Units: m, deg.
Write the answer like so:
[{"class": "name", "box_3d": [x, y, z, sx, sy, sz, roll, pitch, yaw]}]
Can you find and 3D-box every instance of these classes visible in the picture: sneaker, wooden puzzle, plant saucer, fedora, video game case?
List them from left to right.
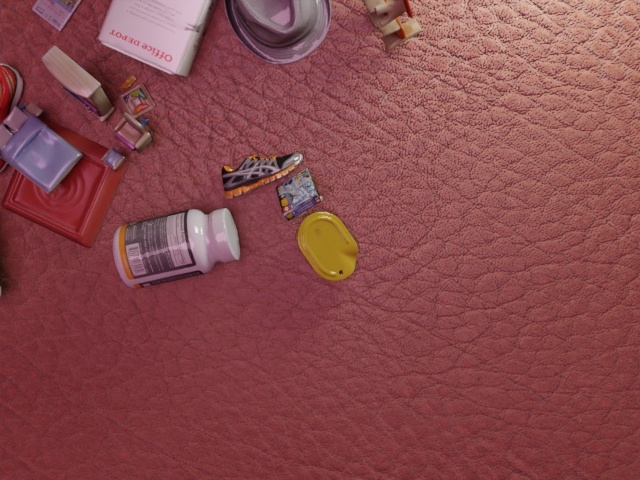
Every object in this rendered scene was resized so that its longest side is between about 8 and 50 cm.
[{"class": "sneaker", "box_3d": [-0.812, -0.296, 1.848, 0.107, 0.118, 0.279, 12, 99, 3]}, {"class": "video game case", "box_3d": [-0.634, -0.585, 1.845, 0.087, 0.011, 0.122, 38, 100, -2]}, {"class": "plant saucer", "box_3d": [-0.650, -0.143, 1.897, 0.259, 0.048, 0.258, 26, 99, 0]}, {"class": "wooden puzzle", "box_3d": [-0.454, -0.343, 1.869, 0.078, 0.014, 0.116, -35, 95, 8]}, {"class": "sneaker", "box_3d": [-0.146, -0.173, 1.841, 0.215, 0.084, 0.083, -21, 92, 8]}, {"class": "fedora", "box_3d": [-0.107, -0.553, 1.757, 0.243, 0.124, 0.275, -26, 96, 8]}]

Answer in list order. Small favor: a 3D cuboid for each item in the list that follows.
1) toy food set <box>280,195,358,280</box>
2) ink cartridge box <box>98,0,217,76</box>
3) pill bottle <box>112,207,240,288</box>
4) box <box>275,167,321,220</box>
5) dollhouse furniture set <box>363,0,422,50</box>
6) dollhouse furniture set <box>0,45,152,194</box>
[{"class": "toy food set", "box_3d": [0.000, 0.000, 1.870, 0.128, 0.071, 0.218, -36, 97, -16]}, {"class": "ink cartridge box", "box_3d": [-0.366, -0.553, 1.777, 0.207, 0.117, 0.283, 24, 99, 0]}, {"class": "pill bottle", "box_3d": [-0.347, 0.014, 1.844, 0.278, 0.162, 0.162, -13, 98, 5]}, {"class": "box", "box_3d": [-0.055, -0.111, 1.818, 0.094, 0.137, 0.027, -30, 123, 8]}, {"class": "dollhouse furniture set", "box_3d": [0.141, -0.603, 1.680, 0.135, 0.262, 0.259, -28, 65, 6]}, {"class": "dollhouse furniture set", "box_3d": [-0.608, -0.235, 1.757, 0.286, 0.198, 0.303, 40, 82, 0]}]
